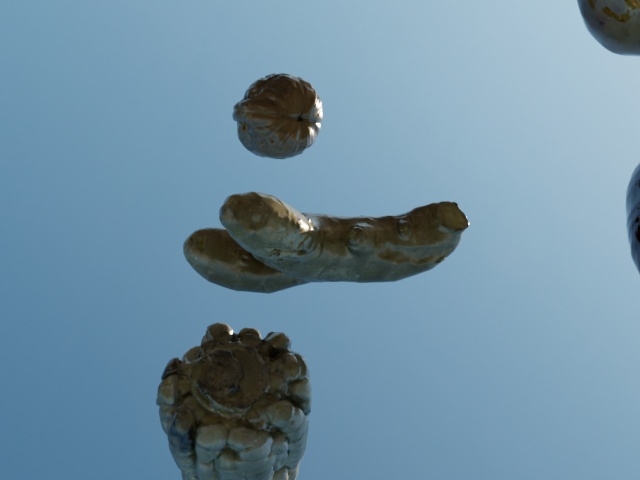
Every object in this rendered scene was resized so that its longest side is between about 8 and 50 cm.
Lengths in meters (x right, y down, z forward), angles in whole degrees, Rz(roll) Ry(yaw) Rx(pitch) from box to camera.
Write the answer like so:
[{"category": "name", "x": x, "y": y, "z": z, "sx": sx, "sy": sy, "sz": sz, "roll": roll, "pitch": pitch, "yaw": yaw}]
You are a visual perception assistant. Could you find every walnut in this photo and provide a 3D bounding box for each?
[{"category": "walnut", "x": -0.081, "y": -0.225, "z": 1.559, "sx": 0.155, "sy": 0.155, "sz": 0.184, "roll": -21, "pitch": -165, "yaw": -28}]

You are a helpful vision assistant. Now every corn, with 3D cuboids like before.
[{"category": "corn", "x": -0.052, "y": 0.128, "z": 0.525, "sx": 0.087, "sy": 0.211, "sz": 0.087, "roll": 3, "pitch": -127, "yaw": -3}]

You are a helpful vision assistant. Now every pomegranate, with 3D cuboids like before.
[{"category": "pomegranate", "x": 0.523, "y": -0.407, "z": 1.342, "sx": 0.229, "sy": 0.252, "sz": 0.270, "roll": -15, "pitch": 180, "yaw": 32}]

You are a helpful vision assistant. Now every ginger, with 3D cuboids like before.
[{"category": "ginger", "x": -0.005, "y": 0.019, "z": 1.235, "sx": 0.348, "sy": 0.363, "sz": 0.122, "roll": 9, "pitch": -112, "yaw": -17}]

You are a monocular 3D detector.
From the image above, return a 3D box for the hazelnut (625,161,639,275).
[{"category": "hazelnut", "x": 0.432, "y": -0.036, "z": 0.957, "sx": 0.181, "sy": 0.181, "sz": 0.212, "roll": 23, "pitch": -114, "yaw": -8}]
